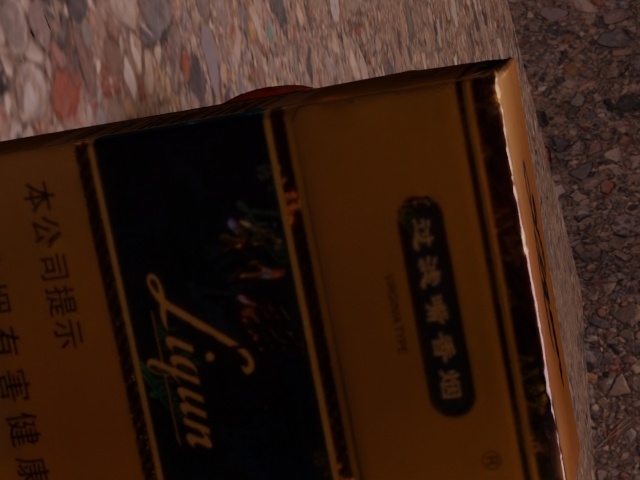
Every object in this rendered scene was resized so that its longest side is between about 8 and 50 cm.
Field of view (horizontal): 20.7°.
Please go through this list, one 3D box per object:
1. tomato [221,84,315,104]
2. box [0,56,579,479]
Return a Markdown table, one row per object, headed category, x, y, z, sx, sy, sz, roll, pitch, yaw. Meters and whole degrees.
| category | x | y | z | sx | sy | sz | roll | pitch | yaw |
| --- | --- | --- | --- | --- | --- | --- | --- | --- | --- |
| tomato | -0.037 | 0.034 | 0.944 | 0.237 | 0.095 | 0.237 | -5 | 90 | -79 |
| box | -0.034 | 0.027 | 0.640 | 0.070 | 0.237 | 0.152 | -39 | 120 | -71 |
